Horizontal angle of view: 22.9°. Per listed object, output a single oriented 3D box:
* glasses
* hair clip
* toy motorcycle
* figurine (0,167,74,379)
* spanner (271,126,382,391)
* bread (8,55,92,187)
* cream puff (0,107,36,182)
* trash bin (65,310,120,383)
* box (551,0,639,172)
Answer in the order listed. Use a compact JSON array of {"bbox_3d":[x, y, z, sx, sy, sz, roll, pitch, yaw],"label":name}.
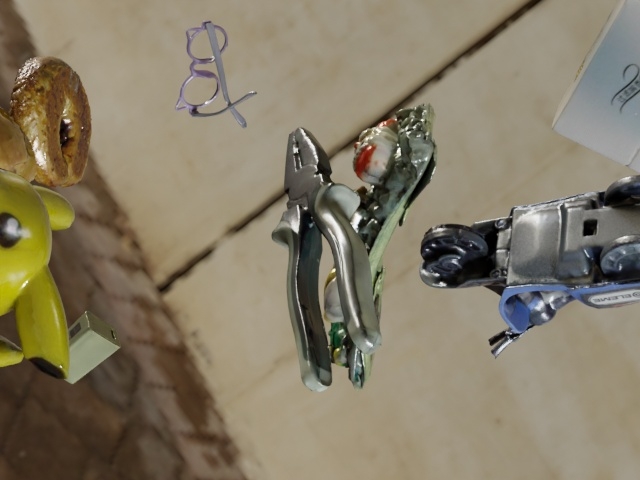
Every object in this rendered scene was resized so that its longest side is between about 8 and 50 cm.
[{"bbox_3d":[-0.127,-0.186,1.939,0.062,0.140,0.104,-9,45,-27],"label":"glasses"},{"bbox_3d":[0.047,0.001,1.667,0.091,0.321,0.138,14,27,-2],"label":"hair clip"},{"bbox_3d":[0.287,0.034,1.740,0.212,0.358,0.125,53,40,-47],"label":"toy motorcycle"},{"bbox_3d":[-0.359,0.015,1.391,0.326,0.169,0.218,-3,49,-19],"label":"figurine"},{"bbox_3d":[0.000,0.000,1.471,0.040,0.095,0.325,34,29,-33],"label":"spanner"},{"bbox_3d":[-0.364,-0.158,2.120,0.193,0.064,0.193,-4,90,-76],"label":"bread"},{"bbox_3d":[-0.515,-0.067,1.893,0.327,0.231,0.343,14,13,29],"label":"cream puff"},{"bbox_3d":[-0.331,0.151,2.186,0.061,0.092,0.043,36,18,-39],"label":"trash bin"},{"bbox_3d":[0.330,-0.107,1.286,0.243,0.155,0.067,25,42,2],"label":"box"}]
